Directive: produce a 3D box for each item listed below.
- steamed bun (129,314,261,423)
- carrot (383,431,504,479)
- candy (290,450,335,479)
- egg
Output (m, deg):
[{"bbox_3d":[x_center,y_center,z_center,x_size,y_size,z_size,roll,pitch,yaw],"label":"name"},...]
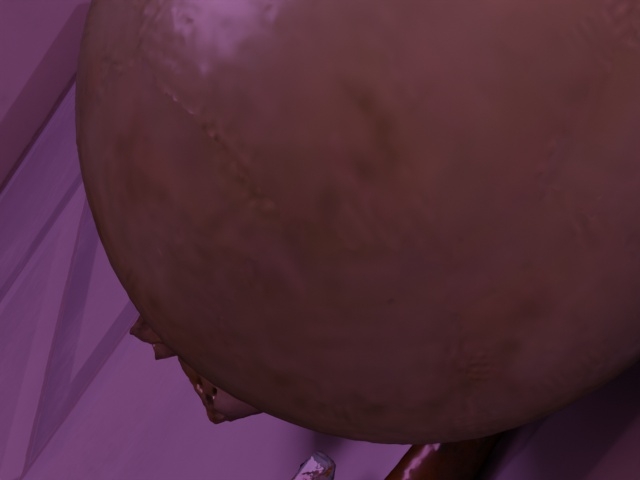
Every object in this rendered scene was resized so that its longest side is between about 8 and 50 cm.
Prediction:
[{"bbox_3d":[0.000,0.000,0.840,0.177,0.106,0.192,-55,6,28],"label":"steamed bun"},{"bbox_3d":[0.017,0.123,0.666,0.254,0.049,0.049,-55,14,-4],"label":"carrot"},{"bbox_3d":[-0.043,0.168,0.751,0.182,0.046,0.053,-53,12,2],"label":"candy"},{"bbox_3d":[0.056,-0.071,0.580,0.295,0.218,0.218,-46,15,-1],"label":"egg"}]
